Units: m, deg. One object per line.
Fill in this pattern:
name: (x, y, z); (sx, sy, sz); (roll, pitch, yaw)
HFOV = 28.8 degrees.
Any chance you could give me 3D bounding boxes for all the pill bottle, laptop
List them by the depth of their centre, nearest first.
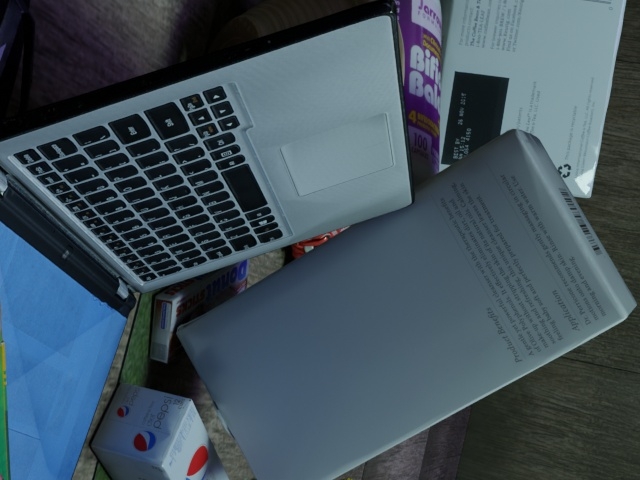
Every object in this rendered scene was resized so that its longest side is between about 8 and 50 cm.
laptop: (-0.100, 0.073, 0.866); (0.382, 0.408, 0.236); (69, 3, -74)
pill bottle: (0.040, -0.181, 1.275); (0.169, 0.169, 0.301); (49, 41, -69)

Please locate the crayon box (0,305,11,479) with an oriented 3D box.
crayon box: (-0.237, 0.010, 0.565); (0.081, 0.165, 0.278); (-47, 145, -59)

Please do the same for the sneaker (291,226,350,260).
sneaker: (0.001, 0.000, 1.444); (0.270, 0.090, 0.145); (21, 79, -75)

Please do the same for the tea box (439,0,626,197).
tea box: (0.233, -0.249, 1.629); (0.323, 0.220, 0.329); (-117, -145, -76)

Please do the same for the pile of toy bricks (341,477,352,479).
pile of toy bricks: (-0.041, 0.317, 1.541); (0.212, 0.118, 0.105); (-15, 88, -54)

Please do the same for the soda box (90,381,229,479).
soda box: (-0.140, 0.218, 1.164); (0.216, 0.074, 0.069); (77, 30, -53)

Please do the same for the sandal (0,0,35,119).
sandal: (-0.210, -0.082, 0.773); (0.097, 0.054, 0.254); (-3, 104, -72)

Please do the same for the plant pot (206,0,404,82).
plant pot: (-0.037, -0.129, 1.116); (0.110, 0.237, 0.237); (11, 91, -33)

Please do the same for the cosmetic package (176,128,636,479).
cosmetic package: (0.079, 0.072, 1.150); (0.197, 0.365, 0.155); (62, 16, 7)

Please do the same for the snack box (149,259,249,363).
snack box: (-0.116, 0.060, 1.223); (0.178, 0.022, 0.064); (-36, 135, -65)
